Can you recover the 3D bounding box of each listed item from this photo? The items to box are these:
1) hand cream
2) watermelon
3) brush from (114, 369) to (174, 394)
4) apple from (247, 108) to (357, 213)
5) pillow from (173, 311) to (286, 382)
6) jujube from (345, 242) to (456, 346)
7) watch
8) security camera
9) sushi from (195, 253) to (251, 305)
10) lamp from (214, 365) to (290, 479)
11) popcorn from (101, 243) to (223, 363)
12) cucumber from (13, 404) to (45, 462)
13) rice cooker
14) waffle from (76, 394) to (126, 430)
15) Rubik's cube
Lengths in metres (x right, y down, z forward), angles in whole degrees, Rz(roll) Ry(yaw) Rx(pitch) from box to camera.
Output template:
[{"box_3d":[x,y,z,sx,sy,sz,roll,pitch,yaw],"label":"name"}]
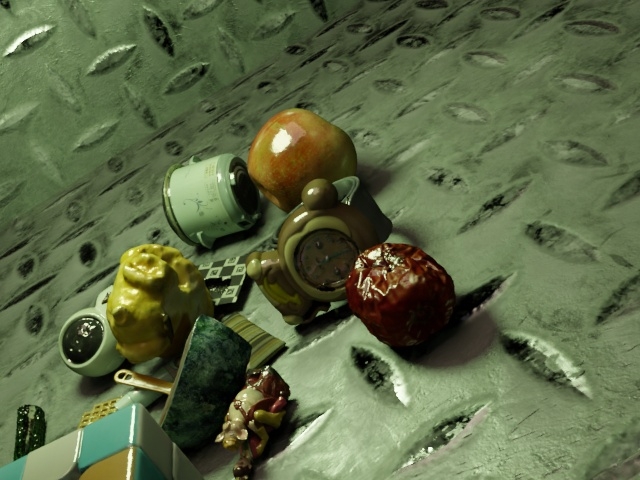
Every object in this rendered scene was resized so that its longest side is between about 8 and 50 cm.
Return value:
[{"box_3d":[-0.360,0.328,1.907,0.331,0.058,0.085,-34,15,-19],"label":"hand cream"},{"box_3d":[-0.262,0.320,1.692,0.318,0.148,0.226,-67,17,7],"label":"watermelon"},{"box_3d":[-0.378,0.350,1.833,0.272,0.013,0.103,9,43,20],"label":"brush"},{"box_3d":[-0.061,-0.224,2.238,0.277,0.319,0.319,-56,34,-5],"label":"apple"},{"box_3d":[-0.218,0.273,1.839,0.208,0.052,0.212,-38,40,-26],"label":"pillow"},{"box_3d":[0.171,0.113,1.628,0.213,0.213,0.232,-34,34,-8],"label":"jujube"},{"box_3d":[0.000,0.000,1.909,0.335,0.314,0.327,-35,16,13],"label":"watch"},{"box_3d":[-0.591,0.261,2.076,0.236,0.195,0.194,-41,31,-15],"label":"security camera"},{"box_3d":[-0.296,0.136,2.140,0.215,0.051,0.192,-11,37,21],"label":"sushi"},{"box_3d":[-0.148,0.377,1.579,0.118,0.118,0.253,-8,34,33],"label":"lamp"},{"box_3d":[-0.423,0.167,1.922,0.280,0.316,0.297,9,65,19],"label":"popcorn"},{"box_3d":[-0.740,0.508,1.936,0.077,0.077,0.265,-29,31,0],"label":"cucumber"},{"box_3d":[-0.349,-0.126,2.386,0.316,0.264,0.317,-4,78,21],"label":"rice cooker"},{"box_3d":[-0.544,0.439,1.922,0.135,0.021,0.092,-19,33,14],"label":"waffle"},{"box_3d":[-0.363,0.548,1.264,0.344,0.347,0.347,-27,30,7],"label":"Rubik's cube"}]
